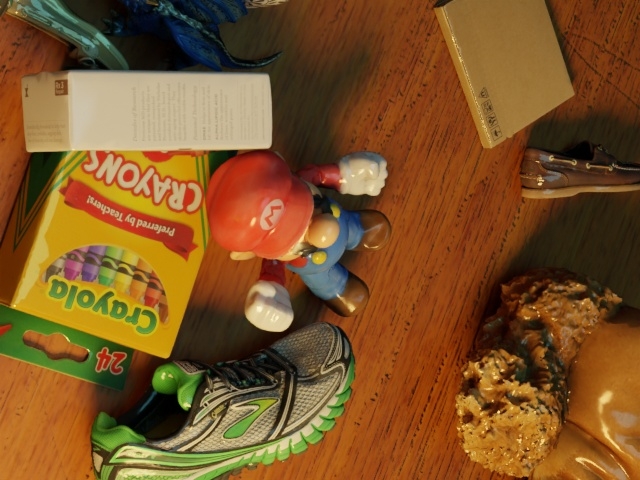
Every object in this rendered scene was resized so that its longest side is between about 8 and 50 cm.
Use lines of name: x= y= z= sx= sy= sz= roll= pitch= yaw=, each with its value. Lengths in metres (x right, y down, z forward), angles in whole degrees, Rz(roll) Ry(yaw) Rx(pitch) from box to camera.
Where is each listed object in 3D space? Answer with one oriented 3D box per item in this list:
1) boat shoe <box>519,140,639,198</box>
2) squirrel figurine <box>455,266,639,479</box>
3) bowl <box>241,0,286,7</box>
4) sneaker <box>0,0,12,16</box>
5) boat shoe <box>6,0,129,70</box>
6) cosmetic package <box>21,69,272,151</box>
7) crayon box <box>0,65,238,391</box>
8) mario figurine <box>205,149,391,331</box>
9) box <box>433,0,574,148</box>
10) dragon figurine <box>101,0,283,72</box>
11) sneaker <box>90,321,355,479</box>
boat shoe: x=0.357 y=-0.098 z=2.034 sx=0.207 sy=0.073 sz=0.073 roll=-5 pitch=99 yaw=-34
squirrel figurine: x=0.321 y=0.252 z=1.971 sx=0.397 sy=0.281 sz=0.370 roll=34 pitch=86 yaw=-18
bowl: x=-0.079 y=-0.313 z=1.692 sx=0.170 sy=0.080 sz=0.170 roll=9 pitch=50 yaw=-11
sneaker: x=-0.365 y=-0.215 z=1.504 sx=0.121 sy=0.108 sz=0.302 roll=7 pitch=89 yaw=-31
boat shoe: x=-0.270 y=-0.217 z=1.604 sx=0.153 sy=0.056 sz=0.048 roll=41 pitch=79 yaw=-27
cosmetic package: x=-0.175 y=-0.131 z=1.541 sx=0.231 sy=0.117 sz=0.085 roll=-5 pitch=95 yaw=-33
crayon box: x=-0.227 y=-0.005 z=1.637 sx=0.202 sy=0.081 sz=0.318 roll=21 pitch=83 yaw=-35
mario figurine: x=0.000 y=0.000 z=1.680 sx=0.320 sy=0.170 sz=0.198 roll=28 pitch=43 yaw=-63
box: x=0.243 y=-0.245 z=1.972 sx=0.164 sy=0.021 sz=0.201 roll=-32 pitch=112 yaw=-28
dragon figurine: x=-0.138 y=-0.233 z=1.636 sx=0.289 sy=0.144 sz=0.085 roll=28 pitch=79 yaw=-33
sneaker: x=-0.101 y=0.185 z=1.696 sx=0.343 sy=0.134 sz=0.146 roll=-32 pitch=124 yaw=-28
